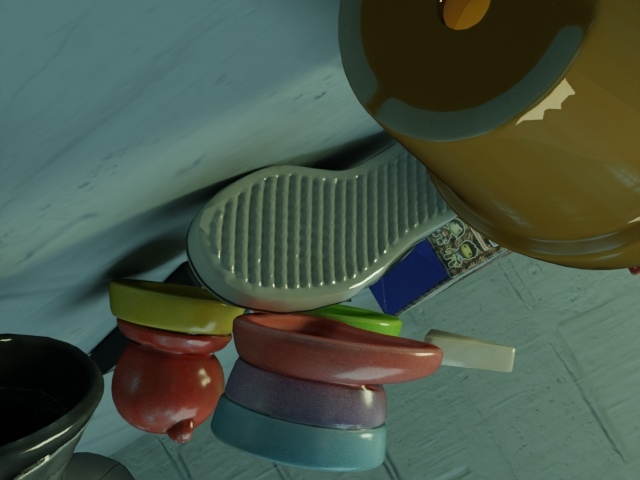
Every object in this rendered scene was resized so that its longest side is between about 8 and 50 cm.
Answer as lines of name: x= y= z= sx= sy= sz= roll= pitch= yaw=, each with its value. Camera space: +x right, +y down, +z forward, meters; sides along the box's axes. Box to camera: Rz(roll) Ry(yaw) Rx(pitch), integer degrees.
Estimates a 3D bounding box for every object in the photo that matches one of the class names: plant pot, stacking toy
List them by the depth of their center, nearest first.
plant pot: x=0.114 y=-0.094 z=0.452 sx=0.205 sy=0.205 sz=0.188 roll=-34 pitch=155 yaw=28
stacking toy: x=-0.016 y=0.126 z=0.763 sx=0.280 sy=0.130 sz=0.309 roll=9 pitch=-179 yaw=-39

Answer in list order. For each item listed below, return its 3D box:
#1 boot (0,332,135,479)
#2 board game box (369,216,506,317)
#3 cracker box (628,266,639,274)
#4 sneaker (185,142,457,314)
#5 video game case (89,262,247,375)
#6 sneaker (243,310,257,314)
boot: x=-0.150 y=0.141 z=0.441 sx=0.222 sy=0.118 sz=0.338 roll=-65 pitch=174 yaw=18
board game box: x=0.208 y=-0.039 z=1.197 sx=0.291 sy=0.141 sz=0.232 roll=-26 pitch=171 yaw=-22
cracker box: x=0.312 y=-0.105 z=0.855 sx=0.156 sy=0.232 sz=0.067 roll=-36 pitch=170 yaw=32
sneaker: x=0.000 y=0.000 z=0.788 sx=0.321 sy=0.126 sz=0.127 roll=-19 pitch=167 yaw=-44
video game case: x=-0.117 y=0.061 z=1.058 sx=0.248 sy=0.035 sz=0.275 roll=-22 pitch=169 yaw=-43
sneaker: x=-0.084 y=0.095 z=1.344 sx=0.075 sy=0.057 sz=0.161 roll=-14 pitch=174 yaw=6
